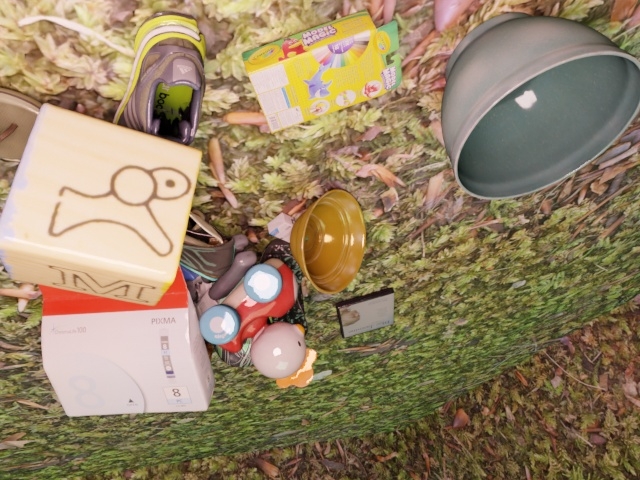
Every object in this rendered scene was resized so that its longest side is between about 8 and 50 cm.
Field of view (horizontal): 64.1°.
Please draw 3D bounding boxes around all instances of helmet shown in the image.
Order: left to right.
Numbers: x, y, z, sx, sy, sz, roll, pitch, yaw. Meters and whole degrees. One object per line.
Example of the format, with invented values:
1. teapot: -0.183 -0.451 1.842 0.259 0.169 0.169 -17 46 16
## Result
1. helmet: -0.203 0.243 1.330 0.169 0.162 0.169 -12 148 -8

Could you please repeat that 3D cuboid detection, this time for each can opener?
1. can opener: -0.227 0.087 1.023 0.095 0.076 0.283 -15 159 -40

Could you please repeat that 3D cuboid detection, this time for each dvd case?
1. dvd case: 0.145 0.234 1.617 0.180 0.022 0.253 -16 148 -2

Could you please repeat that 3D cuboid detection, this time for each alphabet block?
1. alphabet block: -0.287 -0.033 0.684 0.197 0.192 0.193 16 159 -20

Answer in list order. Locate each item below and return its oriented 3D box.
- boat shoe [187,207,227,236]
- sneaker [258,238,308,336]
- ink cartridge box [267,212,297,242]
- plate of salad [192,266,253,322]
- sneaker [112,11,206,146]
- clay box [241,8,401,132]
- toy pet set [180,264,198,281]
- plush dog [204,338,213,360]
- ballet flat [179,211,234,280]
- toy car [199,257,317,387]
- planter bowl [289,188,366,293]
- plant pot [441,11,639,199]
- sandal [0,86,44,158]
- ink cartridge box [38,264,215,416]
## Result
1. boat shoe: -0.249 -0.025 0.974 0.073 0.080 0.223 -27 143 28
2. sneaker: -0.093 0.101 1.240 0.107 0.124 0.283 -5 122 -2
3. ink cartridge box: -0.069 -0.025 1.110 0.048 0.028 0.083 -34 144 25
4. plate of salad: -0.227 0.133 1.207 0.199 0.048 0.200 -9 112 -23
5. sneaker: -0.233 -0.163 0.730 0.111 0.121 0.300 0 144 -26
6. clay box: 0.008 -0.255 0.771 0.222 0.053 0.127 -19 148 1
7. toy pet set: -0.270 0.043 1.083 0.122 0.065 0.114 18 134 -42
8. plush dog: -0.388 0.244 1.268 0.262 0.211 0.225 12 164 9
9. ballet flat: -0.271 -0.023 0.865 0.280 0.095 0.096 23 107 -29
10. toy car: -0.088 0.181 1.025 0.210 0.238 0.219 -43 178 -3
11. planter bowl: 0.000 0.000 1.080 0.090 0.217 0.217 6 166 39
12. plant pot: 0.315 -0.233 0.818 0.293 0.196 0.293 -13 147 -8
13. sandal: -0.505 -0.139 0.670 0.302 0.086 0.120 -1 145 -24
14. ink cartridge box: -0.399 0.180 1.002 0.308 0.091 0.385 -4 122 6
